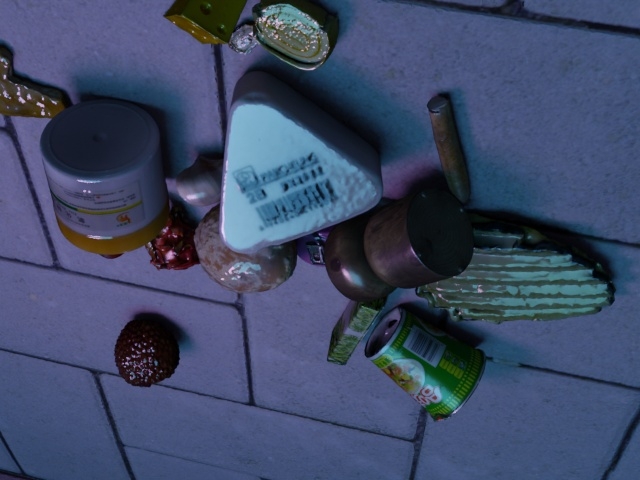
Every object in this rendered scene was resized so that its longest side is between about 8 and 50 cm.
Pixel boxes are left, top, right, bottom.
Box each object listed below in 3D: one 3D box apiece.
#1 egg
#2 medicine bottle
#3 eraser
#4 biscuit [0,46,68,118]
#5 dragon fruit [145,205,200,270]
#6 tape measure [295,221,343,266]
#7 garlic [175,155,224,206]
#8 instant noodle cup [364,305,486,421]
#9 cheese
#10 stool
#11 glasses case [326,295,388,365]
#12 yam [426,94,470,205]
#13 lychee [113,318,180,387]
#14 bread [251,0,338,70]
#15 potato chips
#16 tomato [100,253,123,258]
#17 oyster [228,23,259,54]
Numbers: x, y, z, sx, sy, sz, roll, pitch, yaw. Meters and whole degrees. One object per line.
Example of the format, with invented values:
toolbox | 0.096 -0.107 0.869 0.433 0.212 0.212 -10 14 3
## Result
egg | -0.155 0.013 1.963 0.245 0.203 0.203 26 150 33
medicine bottle | -0.435 -0.129 1.872 0.237 0.238 0.232 12 141 8
eraser | -0.081 -0.116 1.755 0.331 0.150 0.331 1 123 1
biscuit | -0.615 -0.321 1.870 0.174 0.039 0.183 5 141 17
dragon fruit | -0.335 0.001 2.090 0.133 0.150 0.208 -19 130 -2
tape measure | 0.000 0.000 1.993 0.118 0.074 0.125 0 136 23
garlic | -0.209 -0.125 1.897 0.174 0.124 0.099 -18 108 -5
instant noodle cup | 0.236 0.279 2.158 0.232 0.207 0.207 36 139 -11
cheese | -0.210 -0.390 1.603 0.093 0.126 0.171 29 159 -24
stool | 0.153 0.014 1.834 0.179 0.179 0.264 37 148 -23
glasses case | 0.087 0.194 2.180 0.062 0.095 0.272 17 143 -7
yam | 0.244 -0.162 1.724 0.046 0.046 0.264 0 140 21
lychee | -0.472 0.297 2.465 0.188 0.188 0.188 11 141 9
bread | -0.046 -0.364 1.578 0.156 0.064 0.117 30 136 -13
potato chips | 0.399 0.075 1.942 0.429 0.070 0.359 0 142 23
tomato | -0.508 -0.022 2.143 0.189 0.099 0.173 -14 134 36
oyster | -0.136 -0.363 1.650 0.083 0.019 0.054 -23 128 37
